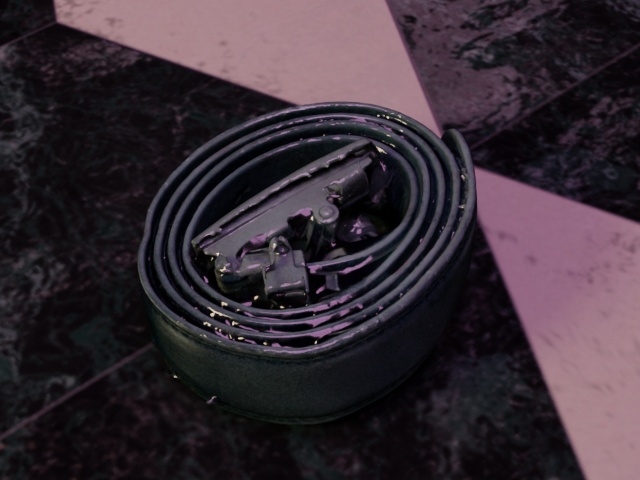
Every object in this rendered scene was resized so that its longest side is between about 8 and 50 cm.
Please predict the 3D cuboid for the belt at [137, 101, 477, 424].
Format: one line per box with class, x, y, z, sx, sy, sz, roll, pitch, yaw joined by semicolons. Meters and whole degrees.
belt;0.000;0.000;0.788;0.206;0.116;0.267;34;59;27
